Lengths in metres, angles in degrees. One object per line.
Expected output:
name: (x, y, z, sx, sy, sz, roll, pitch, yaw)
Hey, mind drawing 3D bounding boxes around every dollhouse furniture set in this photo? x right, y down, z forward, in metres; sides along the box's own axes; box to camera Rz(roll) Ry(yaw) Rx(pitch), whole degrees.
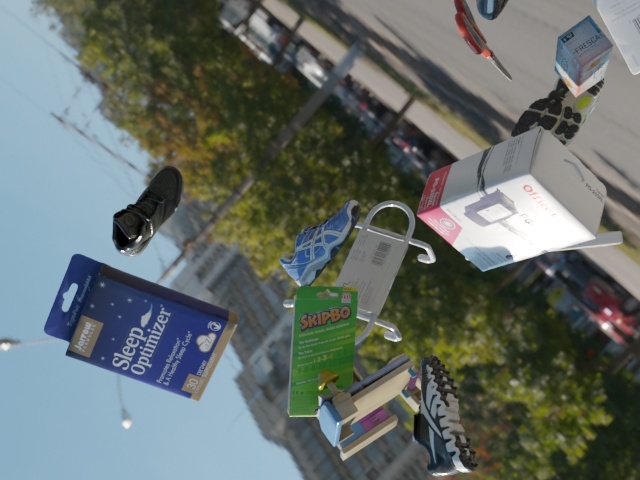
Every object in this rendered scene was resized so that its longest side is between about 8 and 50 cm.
dollhouse furniture set: (0.090, 0.252, 1.913, 0.198, 0.286, 0.303, 52, 162, 23)

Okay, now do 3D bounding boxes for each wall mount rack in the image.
wall mount rack: (0.075, 0.075, 2.139, 0.304, 0.350, 0.130, 18, 161, 23)

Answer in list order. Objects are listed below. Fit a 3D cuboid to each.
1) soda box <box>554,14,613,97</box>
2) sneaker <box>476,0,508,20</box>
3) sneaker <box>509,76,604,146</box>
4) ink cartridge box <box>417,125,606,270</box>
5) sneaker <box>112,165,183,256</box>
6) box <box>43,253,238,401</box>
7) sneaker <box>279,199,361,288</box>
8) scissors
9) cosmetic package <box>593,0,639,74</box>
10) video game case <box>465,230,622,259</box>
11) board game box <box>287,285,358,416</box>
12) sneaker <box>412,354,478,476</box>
soda box: (0.404, -0.281, 1.486, 0.063, 0.058, 0.183, 55, -174, 11)
sneaker: (0.238, -0.496, 1.524, 0.163, 0.106, 0.281, 21, 135, 22)
sneaker: (0.452, -0.217, 1.821, 0.107, 0.275, 0.110, 33, 150, 24)
ink cartridge box: (0.302, -0.059, 1.527, 0.172, 0.100, 0.237, 38, 145, -25)
sneaker: (-0.382, -0.066, 2.122, 0.087, 0.227, 0.130, 36, 178, 3)
box: (-0.236, 0.115, 1.247, 0.225, 0.136, 0.036, 22, -156, -11)
sneaker: (0.000, 0.000, 1.835, 0.081, 0.211, 0.080, 39, -157, 1)
scissors: (0.318, -0.355, 1.841, 0.297, 0.021, 0.109, 43, -147, -48)
cosmetic package: (0.487, -0.350, 1.346, 0.151, 0.151, 0.184, 58, -145, -8)
video game case: (0.407, 0.011, 1.784, 0.206, 0.227, 0.026, 165, 99, -79)
board game box: (0.004, 0.214, 1.879, 0.124, 0.259, 0.039, 2, -170, -12)
sneaker: (0.207, 0.328, 1.779, 0.078, 0.106, 0.234, 24, -136, -50)
